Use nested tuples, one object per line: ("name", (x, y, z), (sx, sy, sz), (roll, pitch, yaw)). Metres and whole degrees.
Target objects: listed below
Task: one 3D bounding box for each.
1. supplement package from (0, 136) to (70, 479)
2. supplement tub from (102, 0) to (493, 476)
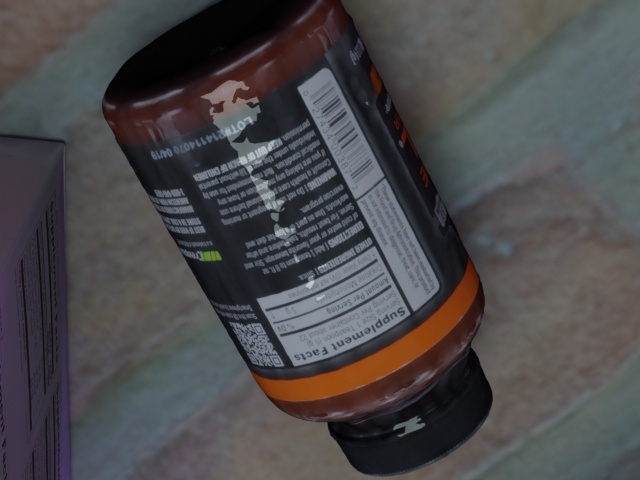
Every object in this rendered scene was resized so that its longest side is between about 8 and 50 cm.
("supplement package", (-0.218, 0.091, 0.609), (0.199, 0.263, 0.198), (4, 115, 1))
("supplement tub", (0.000, 0.000, 0.645), (0.106, 0.106, 0.198), (-23, 113, 13))
